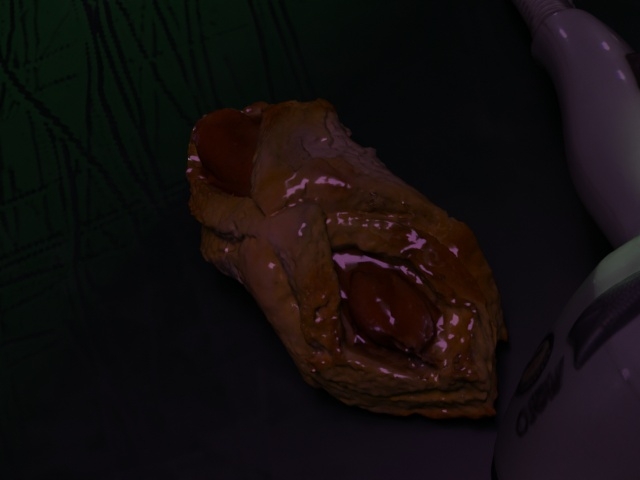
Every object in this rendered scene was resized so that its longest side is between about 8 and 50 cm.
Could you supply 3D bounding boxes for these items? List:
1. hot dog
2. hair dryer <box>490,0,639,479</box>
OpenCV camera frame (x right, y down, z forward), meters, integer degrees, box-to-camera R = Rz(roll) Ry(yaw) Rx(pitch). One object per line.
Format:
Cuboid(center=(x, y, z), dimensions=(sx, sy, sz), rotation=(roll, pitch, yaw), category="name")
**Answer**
Cuboid(center=(0.000, -0.001, 0.537), dimensions=(0.078, 0.061, 0.169), rotation=(-42, 59, -8), category="hot dog")
Cuboid(center=(0.132, -0.050, 0.458), dimensions=(0.229, 0.092, 0.267), rotation=(-37, 43, 47), category="hair dryer")
